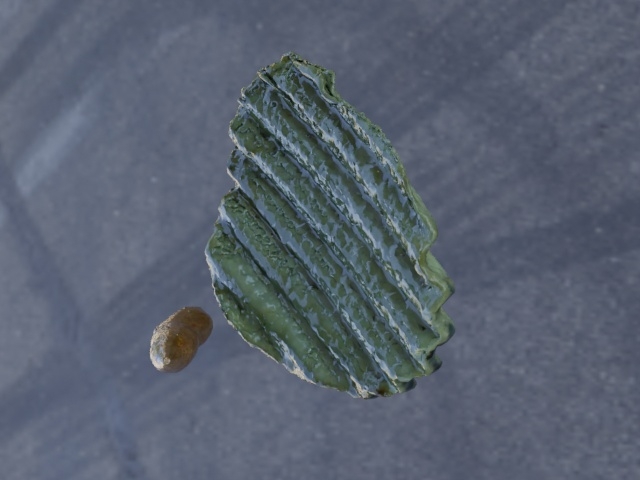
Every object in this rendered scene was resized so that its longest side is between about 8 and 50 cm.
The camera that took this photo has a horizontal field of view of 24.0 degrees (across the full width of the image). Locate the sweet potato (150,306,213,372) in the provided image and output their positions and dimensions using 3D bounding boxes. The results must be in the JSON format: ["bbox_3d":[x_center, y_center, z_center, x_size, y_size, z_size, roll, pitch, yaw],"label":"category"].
[{"bbox_3d":[-0.162,0.114,1.687,0.065,0.218,0.051,-29,96,10],"label":"sweet potato"}]

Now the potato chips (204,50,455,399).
[{"bbox_3d":[0.000,0.000,1.613,0.429,0.070,0.358,48,136,39],"label":"potato chips"}]
